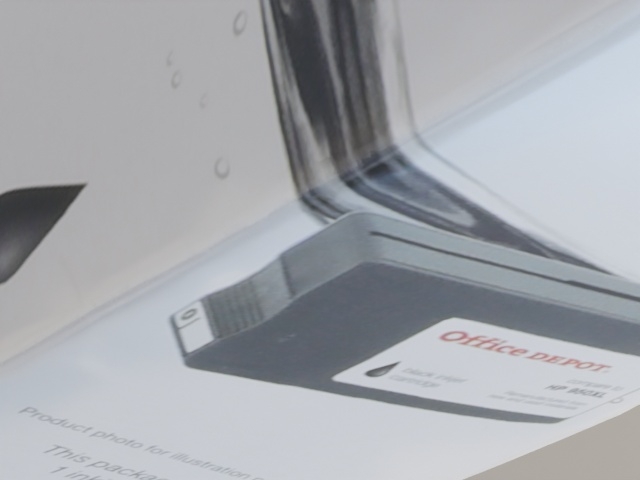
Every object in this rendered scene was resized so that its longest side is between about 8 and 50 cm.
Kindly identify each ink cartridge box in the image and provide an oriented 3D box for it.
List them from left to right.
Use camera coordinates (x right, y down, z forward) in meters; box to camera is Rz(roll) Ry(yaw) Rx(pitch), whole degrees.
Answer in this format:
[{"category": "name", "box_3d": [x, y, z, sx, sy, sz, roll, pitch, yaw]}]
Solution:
[{"category": "ink cartridge box", "box_3d": [0.020, -0.102, 0.491, 0.166, 0.395, 0.285, 21, -129, -43]}]
